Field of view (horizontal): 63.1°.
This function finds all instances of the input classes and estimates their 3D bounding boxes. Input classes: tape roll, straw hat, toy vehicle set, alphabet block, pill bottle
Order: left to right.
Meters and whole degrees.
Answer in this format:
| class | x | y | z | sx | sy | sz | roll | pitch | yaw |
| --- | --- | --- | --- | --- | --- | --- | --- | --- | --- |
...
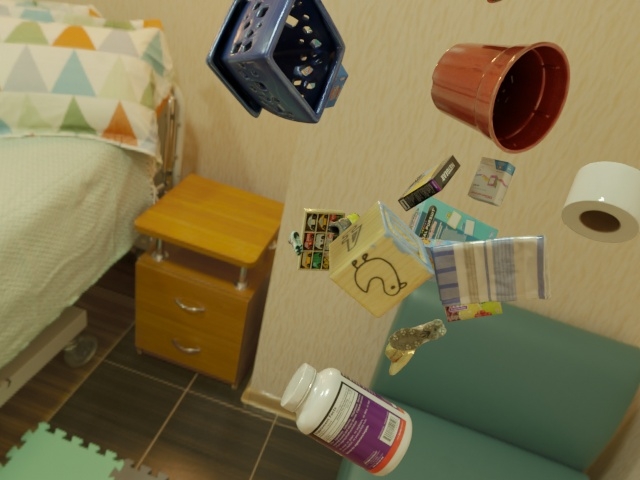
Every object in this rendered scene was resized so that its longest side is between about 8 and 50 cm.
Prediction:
| class | x | y | z | sx | sy | sz | roll | pitch | yaw |
| --- | --- | --- | --- | --- | --- | --- | --- | --- | --- |
| toy vehicle set | 0.000 | 0.000 | 2.137 | 0.165 | 0.267 | 0.035 | 1 | 25 | -14 |
| pill bottle | 0.064 | 0.456 | 1.356 | 0.323 | 0.181 | 0.181 | 33 | 32 | -5 |
| alphabet block | 0.154 | 0.048 | 1.384 | 0.192 | 0.197 | 0.193 | 41 | 20 | -17 |
| straw hat | 0.244 | 0.360 | 1.687 | 0.061 | 0.144 | 0.144 | 37 | 33 | -4 |
| tape roll | 0.974 | -0.128 | 1.777 | 0.246 | 0.246 | 0.169 | 24 | 71 | 16 |

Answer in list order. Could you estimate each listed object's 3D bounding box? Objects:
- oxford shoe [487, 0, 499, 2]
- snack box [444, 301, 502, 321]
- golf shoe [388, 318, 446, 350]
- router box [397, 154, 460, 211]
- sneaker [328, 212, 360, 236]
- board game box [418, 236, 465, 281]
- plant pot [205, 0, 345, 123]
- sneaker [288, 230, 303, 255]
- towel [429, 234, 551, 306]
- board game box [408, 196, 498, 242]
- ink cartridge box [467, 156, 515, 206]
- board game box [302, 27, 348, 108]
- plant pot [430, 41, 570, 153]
| class | x | y | z | sx | sy | sz | roll | pitch | yaw |
| --- | --- | --- | --- | --- | --- | --- | --- | --- | --- |
| oxford shoe | 0.415 | -0.692 | 1.188 | 0.130 | 0.133 | 0.363 | -20 | -8 | 4 |
| snack box | 0.471 | 0.142 | 1.667 | 0.174 | 0.207 | 0.070 | -13 | 8 | 17 |
| golf shoe | 0.292 | 0.291 | 1.584 | 0.176 | 0.086 | 0.069 | -15 | 79 | -1 |
| router box | 0.312 | -0.165 | 1.490 | 0.046 | 0.133 | 0.179 | 52 | 42 | -7 |
| sneaker | 0.122 | 0.035 | 1.875 | 0.121 | 0.111 | 0.300 | -17 | 52 | -10 |
| board game box | 0.360 | 0.062 | 1.505 | 0.211 | 0.160 | 0.039 | 8 | 51 | 30 |
| plant pot | -0.106 | -0.418 | 1.176 | 0.212 | 0.236 | 0.236 | 6 | 69 | 31 |
| sneaker | -0.103 | 0.015 | 2.053 | 0.038 | 0.098 | 0.069 | -6 | -4 | -30 |
| towel | 0.437 | 0.083 | 1.333 | 0.285 | 0.209 | 0.034 | -6 | 36 | 17 |
| board game box | 0.501 | 0.008 | 2.037 | 0.336 | 0.254 | 0.079 | 25 | -12 | -12 |
| ink cartridge box | 0.491 | -0.169 | 1.499 | 0.088 | 0.123 | 0.052 | 23 | 7 | 43 |
| board game box | 0.004 | -0.571 | 1.727 | 0.047 | 0.160 | 0.210 | -19 | 73 | -24 |
| plant pot | 0.449 | -0.397 | 1.369 | 0.272 | 0.273 | 0.265 | -7 | 29 | -30 |
